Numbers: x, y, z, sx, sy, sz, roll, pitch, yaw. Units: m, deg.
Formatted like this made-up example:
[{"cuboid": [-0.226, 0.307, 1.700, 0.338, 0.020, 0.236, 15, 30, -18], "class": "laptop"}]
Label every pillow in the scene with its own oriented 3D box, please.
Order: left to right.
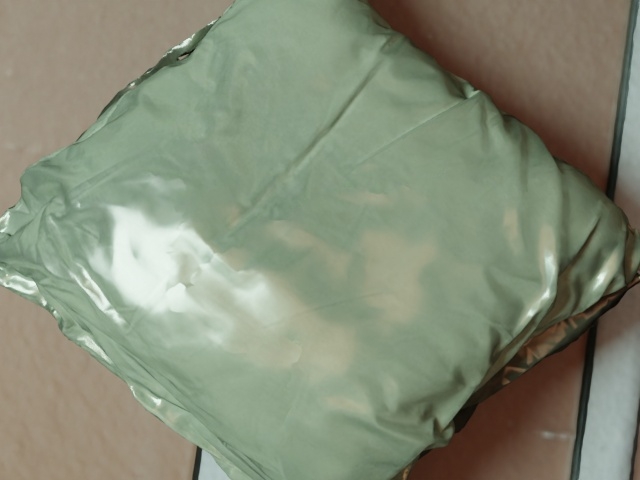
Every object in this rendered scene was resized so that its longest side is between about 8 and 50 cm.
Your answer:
[{"cuboid": [0.000, 0.000, 0.671, 0.310, 0.138, 0.283, 41, 87, 6], "class": "pillow"}]
